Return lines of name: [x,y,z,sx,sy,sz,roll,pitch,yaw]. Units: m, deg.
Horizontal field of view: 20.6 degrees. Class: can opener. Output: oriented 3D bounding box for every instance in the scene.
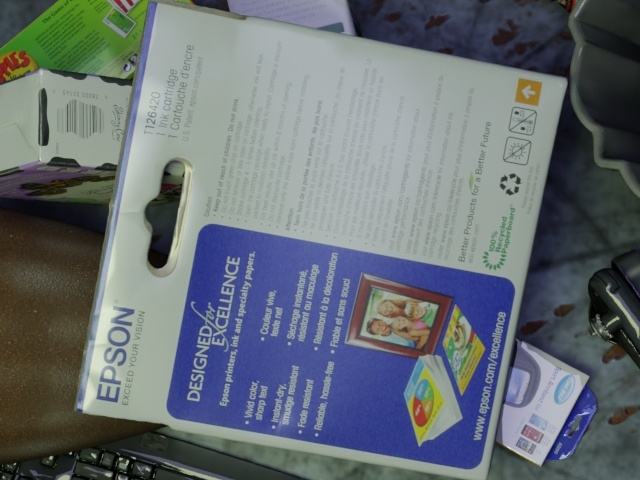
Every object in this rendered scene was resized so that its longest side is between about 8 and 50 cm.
can opener: [0.265,0.097,1.342,0.073,0.059,0.186,-31,81,3]

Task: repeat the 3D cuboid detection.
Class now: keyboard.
keyboard: [-0.158,0.251,1.397,0.317,0.033,0.201,15,86,10]

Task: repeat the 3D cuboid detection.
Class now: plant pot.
plant pot: [-0.196,0.075,1.347,0.230,0.215,0.215,2,84,-7]

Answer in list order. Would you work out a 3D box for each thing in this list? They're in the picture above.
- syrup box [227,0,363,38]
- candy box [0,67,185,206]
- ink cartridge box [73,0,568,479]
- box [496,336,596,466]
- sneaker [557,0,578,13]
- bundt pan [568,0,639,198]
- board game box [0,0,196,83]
syrup box: [-0.001,-0.095,1.380,0.096,0.093,0.237,-12,82,5]
candy box: [-0.167,-0.072,1.321,0.165,0.196,0.070,-10,80,50]
ink cartridge box: [0.000,0.000,1.278,0.307,0.072,0.304,11,94,-5]
box: [0.145,0.116,1.373,0.136,0.028,0.081,28,88,11]
sneaker: [0.191,-0.235,1.366,0.262,0.104,0.125,7,87,8]
bundt pan: [0.331,-0.158,1.204,0.124,0.331,0.331,19,86,-35]
board game box: [-0.187,-0.154,1.437,0.181,0.043,0.092,-40,80,2]
